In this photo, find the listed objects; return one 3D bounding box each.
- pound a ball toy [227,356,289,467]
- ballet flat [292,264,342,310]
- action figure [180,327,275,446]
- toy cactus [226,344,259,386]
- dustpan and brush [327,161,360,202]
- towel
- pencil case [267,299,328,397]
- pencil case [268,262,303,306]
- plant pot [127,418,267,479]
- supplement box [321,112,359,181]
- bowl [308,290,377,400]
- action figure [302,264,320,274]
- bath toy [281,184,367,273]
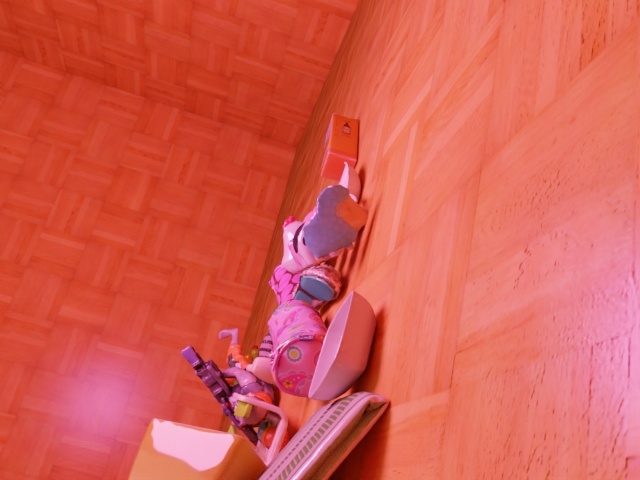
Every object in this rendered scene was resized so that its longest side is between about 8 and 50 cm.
[{"bbox_3d":[-0.123,0.370,1.354,0.319,0.136,0.208,132,159,-73],"label":"pound a ball toy"},{"bbox_3d":[-0.003,0.091,1.322,0.077,0.091,0.241,-51,2,-25],"label":"ballet flat"},{"bbox_3d":[-0.202,0.345,1.653,0.178,0.341,0.330,-30,26,7],"label":"action figure"},{"bbox_3d":[-0.248,0.479,2.162,0.219,0.112,0.180,-64,18,0],"label":"toy cactus"},{"bbox_3d":[0.052,-0.096,1.372,0.211,0.060,0.147,31,102,63],"label":"dustpan and brush"},{"bbox_3d":[-0.032,0.312,0.866,0.248,0.038,0.325,-46,-5,-23],"label":"towel"},{"bbox_3d":[-0.041,0.197,1.198,0.284,0.124,0.124,-119,46,-80],"label":"pencil case"},{"bbox_3d":[-0.072,0.132,1.552,0.209,0.098,0.095,-112,2,-67],"label":"pencil case"},{"bbox_3d":[-0.205,0.447,1.047,0.187,0.212,0.212,-60,-44,-39],"label":"plant pot"},{"bbox_3d":[0.052,-0.245,1.649,0.233,0.078,0.080,-82,9,-52],"label":"supplement box"},{"bbox_3d":[0.036,0.163,0.934,0.142,0.053,0.142,118,173,-48],"label":"bowl"},{"bbox_3d":[0.000,0.000,1.533,0.137,0.063,0.232,144,147,-74],"label":"action figure"},{"bbox_3d":[-0.008,-0.017,1.314,0.348,0.151,0.129,147,102,-74],"label":"bath toy"}]
